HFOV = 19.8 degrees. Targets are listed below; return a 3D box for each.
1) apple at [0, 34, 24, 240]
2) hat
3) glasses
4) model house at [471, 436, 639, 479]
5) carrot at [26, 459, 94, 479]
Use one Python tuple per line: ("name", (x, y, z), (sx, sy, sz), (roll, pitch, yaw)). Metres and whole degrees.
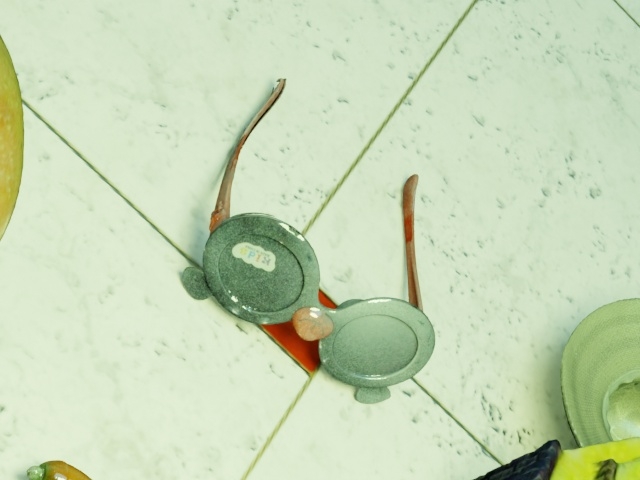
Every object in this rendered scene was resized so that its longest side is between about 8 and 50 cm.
("apple", (-0.356, -0.082, 1.249), (0.319, 0.277, 0.319), (-10, 102, -59))
("hat", (0.313, 0.188, 1.762), (0.252, 0.110, 0.252), (14, 53, -20))
("glasses", (0.000, 0.000, 1.682), (0.234, 0.118, 0.268), (32, 29, -17))
("model house", (0.187, 0.270, 1.556), (0.211, 0.194, 0.170), (2, 66, -39))
("carrot", (-0.171, 0.206, 1.425), (0.142, 0.035, 0.035), (33, 48, -29))
